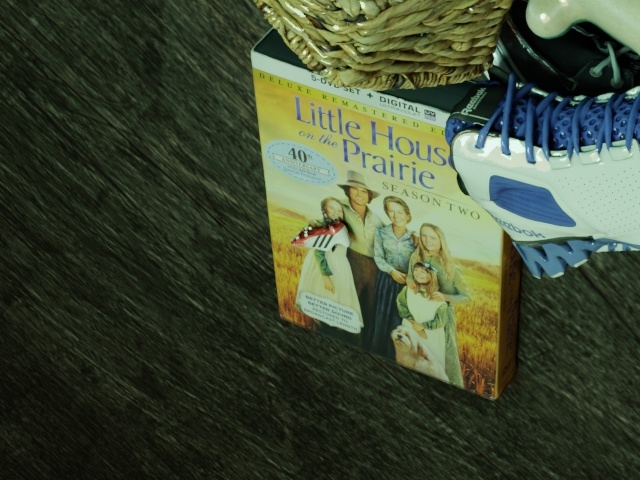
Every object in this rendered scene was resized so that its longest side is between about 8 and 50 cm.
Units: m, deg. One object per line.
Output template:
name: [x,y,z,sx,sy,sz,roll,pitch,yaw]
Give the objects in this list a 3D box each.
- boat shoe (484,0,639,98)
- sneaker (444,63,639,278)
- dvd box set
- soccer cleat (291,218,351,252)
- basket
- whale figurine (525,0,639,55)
boat shoe: [0.263,-0.137,1.334,0.301,0.108,0.102,43,143,-10]
sneaker: [0.209,-0.076,1.244,0.182,0.127,0.315,35,152,-14]
dvd box set: [0.080,-0.022,1.640,0.307,0.062,0.420,20,139,22]
soccer cleat: [0.000,0.000,1.654,0.083,0.029,0.035,-16,114,42]
basket: [0.012,-0.266,1.197,0.299,0.213,0.223,63,167,15]
whale figurine: [0.270,-0.212,1.156,0.216,0.272,0.141,-28,155,19]
